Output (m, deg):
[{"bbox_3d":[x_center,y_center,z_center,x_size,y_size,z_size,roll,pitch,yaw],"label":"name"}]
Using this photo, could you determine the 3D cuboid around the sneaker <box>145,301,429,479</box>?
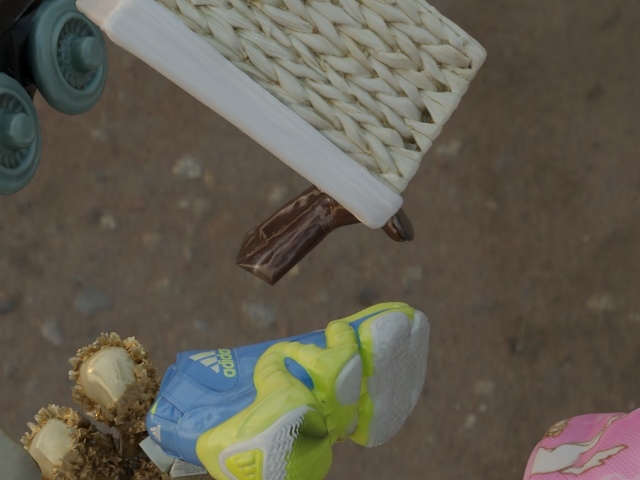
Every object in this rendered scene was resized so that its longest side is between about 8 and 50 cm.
[{"bbox_3d":[-0.023,0.083,1.163,0.126,0.091,0.240,14,17,23],"label":"sneaker"}]

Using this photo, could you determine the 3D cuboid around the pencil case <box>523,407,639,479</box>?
[{"bbox_3d":[0.270,0.115,0.760,0.386,0.160,0.167,-16,21,25],"label":"pencil case"}]

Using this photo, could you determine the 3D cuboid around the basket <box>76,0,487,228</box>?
[{"bbox_3d":[-0.017,-0.099,0.899,0.103,0.167,0.113,-54,18,2],"label":"basket"}]

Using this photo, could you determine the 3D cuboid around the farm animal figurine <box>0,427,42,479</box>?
[{"bbox_3d":[-0.195,0.096,0.309,0.327,0.172,0.330,-37,98,-39],"label":"farm animal figurine"}]

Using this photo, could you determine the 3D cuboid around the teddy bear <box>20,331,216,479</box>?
[{"bbox_3d":[-0.114,0.228,1.750,0.338,0.113,0.245,18,92,-3],"label":"teddy bear"}]

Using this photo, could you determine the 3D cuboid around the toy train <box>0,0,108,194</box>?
[{"bbox_3d":[-0.224,-0.160,1.203,0.142,0.190,0.334,-3,37,30],"label":"toy train"}]

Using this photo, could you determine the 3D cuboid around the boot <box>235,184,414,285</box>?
[{"bbox_3d":[0.000,0.000,1.270,0.114,0.037,0.106,-37,36,4],"label":"boot"}]
